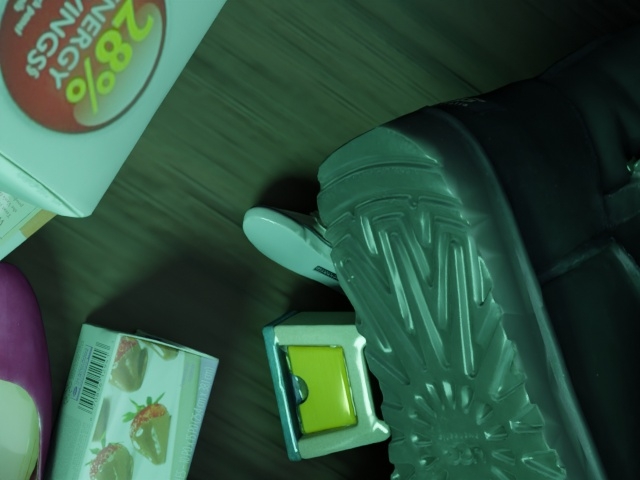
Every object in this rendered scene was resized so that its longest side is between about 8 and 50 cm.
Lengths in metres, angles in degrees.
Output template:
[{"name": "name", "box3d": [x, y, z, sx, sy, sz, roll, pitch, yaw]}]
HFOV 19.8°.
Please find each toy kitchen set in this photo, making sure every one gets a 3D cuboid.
[{"name": "toy kitchen set", "box3d": [-0.033, 0.141, 0.995, 0.122, 0.207, 0.166, -9, 99, 20]}]

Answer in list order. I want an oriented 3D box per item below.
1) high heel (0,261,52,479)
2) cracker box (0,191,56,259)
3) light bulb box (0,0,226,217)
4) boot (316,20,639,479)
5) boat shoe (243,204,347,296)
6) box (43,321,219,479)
[{"name": "high heel", "box3d": [-0.174, 0.134, 0.950, 0.082, 0.117, 0.244, 14, 88, -24]}, {"name": "cracker box", "box3d": [-0.257, -0.018, 0.930, 0.232, 0.067, 0.155, -40, 108, -18]}, {"name": "light bulb box", "box3d": [-0.176, -0.248, 0.765, 0.225, 0.361, 0.358, 42, 75, -45]}, {"name": "boot", "box3d": [0.233, 0.041, 1.079, 0.445, 0.146, 0.367, -24, 106, -39]}, {"name": "boat shoe", "box3d": [0.000, 0.000, 1.071, 0.100, 0.035, 0.035, 27, 55, -20]}, {"name": "box", "box3d": [-0.135, 0.207, 1.002, 0.063, 0.067, 0.324, 17, 86, -25]}]
